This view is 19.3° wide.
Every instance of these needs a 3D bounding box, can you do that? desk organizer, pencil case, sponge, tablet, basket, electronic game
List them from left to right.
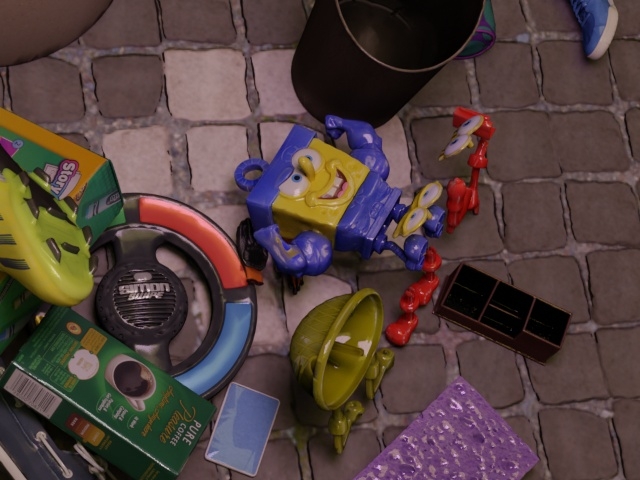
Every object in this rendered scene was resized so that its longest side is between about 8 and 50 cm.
[{"bbox_3d":[-0.173,0.061,1.827,0.229,0.048,0.229,5,68,-13],"label":"electronic game"},{"bbox_3d":[-0.076,0.183,1.830,0.054,0.006,0.083,22,66,-7],"label":"tablet"},{"bbox_3d":[0.058,-0.213,1.900,0.154,0.227,0.204,14,67,-10],"label":"basket"},{"bbox_3d":[0.106,0.242,1.844,0.210,0.031,0.117,-41,84,-25],"label":"sponge"},{"bbox_3d":[0.148,-0.276,2.040,0.070,0.064,0.152,3,67,-32],"label":"pencil case"},{"bbox_3d":[0.186,0.074,1.921,0.130,0.050,0.047,25,65,-5],"label":"desk organizer"}]

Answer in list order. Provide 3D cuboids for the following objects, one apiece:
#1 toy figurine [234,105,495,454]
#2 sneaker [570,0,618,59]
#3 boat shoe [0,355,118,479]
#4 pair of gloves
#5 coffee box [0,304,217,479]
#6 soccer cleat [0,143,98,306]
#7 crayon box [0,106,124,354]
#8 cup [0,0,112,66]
[{"bbox_3d":[0.000,0.000,1.859,0.217,0.191,0.363,23,62,16],"label":"toy figurine"},{"bbox_3d":[0.281,-0.272,2.077,0.084,0.058,0.152,17,61,-15],"label":"sneaker"},{"bbox_3d":[-0.240,0.213,1.727,0.079,0.095,0.254,-42,75,-14],"label":"boat shoe"},{"bbox_3d":[-0.050,0.016,1.882,0.083,0.010,0.074,14,55,-41],"label":"pair of gloves"},{"bbox_3d":[-0.194,0.144,1.726,0.184,0.040,0.113,34,33,-4],"label":"coffee box"},{"bbox_3d":[-0.304,-0.027,1.686,0.121,0.093,0.289,-48,63,10],"label":"soccer cleat"},{"bbox_3d":[-0.333,0.010,1.751,0.165,0.081,0.278,26,61,23],"label":"crayon box"},{"bbox_3d":[-0.330,-0.369,1.848,0.331,0.237,0.331,6,68,-14],"label":"cup"}]
